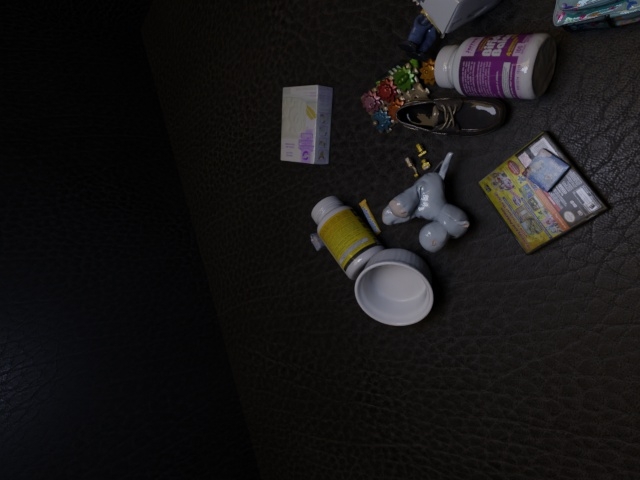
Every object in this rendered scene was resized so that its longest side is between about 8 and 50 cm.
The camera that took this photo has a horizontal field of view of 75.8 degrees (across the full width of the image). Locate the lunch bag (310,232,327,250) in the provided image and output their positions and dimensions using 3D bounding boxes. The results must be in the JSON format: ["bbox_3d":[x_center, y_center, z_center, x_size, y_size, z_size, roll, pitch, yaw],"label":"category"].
[{"bbox_3d":[0.000,0.000,1.889,0.083,0.071,0.053,58,137,20],"label":"lunch bag"}]

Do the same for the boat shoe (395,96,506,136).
[{"bbox_3d":[0.400,-0.390,1.318,0.355,0.130,0.132,12,118,40],"label":"boat shoe"}]

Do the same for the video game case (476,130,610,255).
[{"bbox_3d":[0.635,-0.134,1.204,0.248,0.035,0.274,-45,66,42],"label":"video game case"}]

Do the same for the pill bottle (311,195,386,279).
[{"bbox_3d":[0.106,-0.019,1.683,0.334,0.188,0.188,55,132,25],"label":"pill bottle"}]

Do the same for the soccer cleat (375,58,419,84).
[{"bbox_3d":[0.280,-0.611,1.493,0.179,0.060,0.072,-4,82,43],"label":"soccer cleat"}]

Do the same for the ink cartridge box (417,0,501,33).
[{"bbox_3d":[0.371,-0.792,1.178,0.307,0.223,0.129,57,171,8],"label":"ink cartridge box"}]

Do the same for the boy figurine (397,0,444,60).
[{"bbox_3d":[0.359,-0.730,1.302,0.092,0.177,0.285,42,109,48],"label":"boy figurine"}]

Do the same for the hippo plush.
[{"bbox_3d":[0.383,-0.092,1.402,0.294,0.234,0.236,-39,83,-1],"label":"hippo plush"}]

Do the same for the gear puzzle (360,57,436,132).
[{"bbox_3d":[0.292,-0.516,1.458,0.339,0.044,0.175,-23,101,46],"label":"gear puzzle"}]

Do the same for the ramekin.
[{"bbox_3d":[0.273,0.162,1.497,0.277,0.135,0.277,9,121,14],"label":"ramekin"}]

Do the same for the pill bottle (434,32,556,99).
[{"bbox_3d":[0.493,-0.503,1.191,0.301,0.169,0.169,22,113,42],"label":"pill bottle"}]

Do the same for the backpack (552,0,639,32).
[{"bbox_3d":[0.693,-0.622,0.952,0.253,0.191,0.225,14,106,40],"label":"backpack"}]

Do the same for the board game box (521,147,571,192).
[{"bbox_3d":[0.631,-0.197,1.154,0.090,0.020,0.090,49,128,29],"label":"board game box"}]

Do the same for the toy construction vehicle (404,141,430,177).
[{"bbox_3d":[0.354,-0.290,1.486,0.086,0.035,0.098,-34,74,33],"label":"toy construction vehicle"}]

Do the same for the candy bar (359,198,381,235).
[{"bbox_3d":[0.205,-0.092,1.689,0.040,0.018,0.161,-40,67,44],"label":"candy bar"}]

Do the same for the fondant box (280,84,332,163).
[{"bbox_3d":[-0.068,-0.518,1.852,0.238,0.096,0.330,17,110,44],"label":"fondant box"}]
